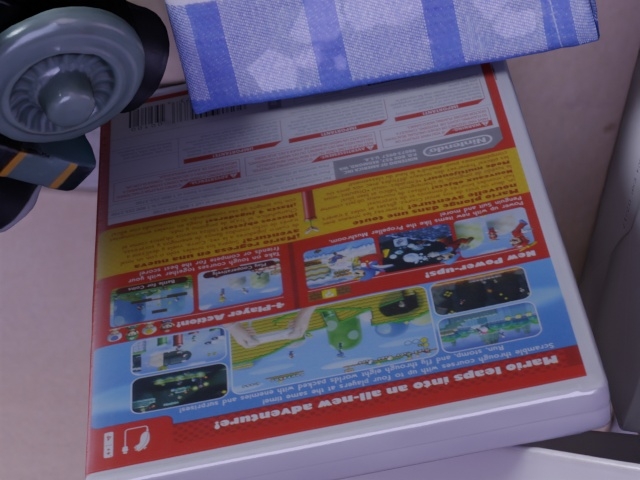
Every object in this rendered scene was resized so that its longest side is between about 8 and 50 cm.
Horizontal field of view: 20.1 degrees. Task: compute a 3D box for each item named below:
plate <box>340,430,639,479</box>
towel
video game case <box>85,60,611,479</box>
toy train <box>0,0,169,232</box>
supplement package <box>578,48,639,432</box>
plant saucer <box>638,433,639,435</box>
[{"bbox_3d":[0.119,0.111,0.831,0.277,0.278,0.045,11,84,-51],"label":"plate"},{"bbox_3d":[0.010,-0.197,0.799,0.209,0.034,0.285,-9,119,6],"label":"towel"},{"bbox_3d":[0.000,0.000,0.800,0.204,0.285,0.025,-11,125,3],"label":"video game case"},{"bbox_3d":[-0.224,-0.088,0.760,0.334,0.142,0.190,14,133,-46],"label":"toy train"},{"bbox_3d":[0.254,-0.010,0.885,0.203,0.149,0.194,7,117,-6],"label":"supplement package"},{"bbox_3d":[0.213,0.089,1.011,0.083,0.015,0.083,-1,118,-3],"label":"plant saucer"}]
